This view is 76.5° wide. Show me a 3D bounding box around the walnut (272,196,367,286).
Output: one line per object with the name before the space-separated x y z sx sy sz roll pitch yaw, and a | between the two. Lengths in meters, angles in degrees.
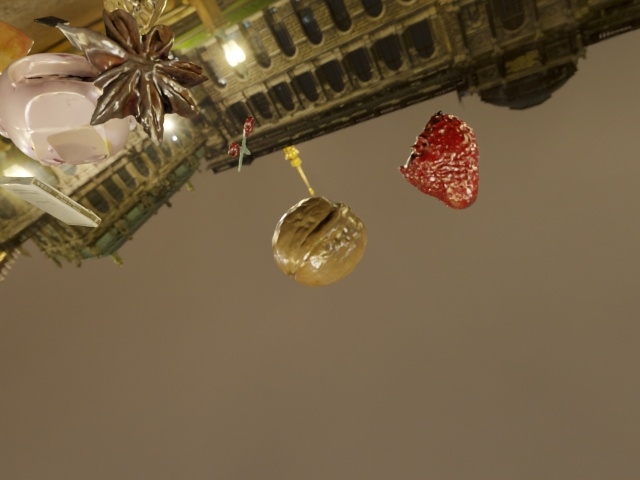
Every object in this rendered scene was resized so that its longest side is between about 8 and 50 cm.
walnut | -0.001 0.001 1.315 0.277 0.252 0.313 23 -120 25

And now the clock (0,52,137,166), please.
clock | -0.745 -0.411 1.194 0.369 0.250 0.376 -11 -140 -23

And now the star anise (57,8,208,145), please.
star anise | -0.401 -0.359 0.882 0.315 0.315 0.108 -46 -162 -27

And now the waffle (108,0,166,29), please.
waffle | -0.672 -0.910 1.318 0.261 0.376 0.113 -29 -147 45

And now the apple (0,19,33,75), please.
apple | -1.044 -0.554 1.233 0.314 0.252 0.309 -15 -151 -30

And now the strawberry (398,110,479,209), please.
strawberry | 0.382 -0.237 1.234 0.258 0.261 0.261 29 -125 12

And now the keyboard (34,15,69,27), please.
keyboard | -0.951 -0.777 1.441 0.061 0.013 0.204 10 -153 -22

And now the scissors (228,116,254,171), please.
scissors | -0.259 -0.305 1.360 0.144 0.017 0.247 -62 -179 -13

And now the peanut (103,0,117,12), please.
peanut | -0.677 -0.948 1.509 0.325 0.153 0.140 -47 -165 3

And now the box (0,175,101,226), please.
box | -0.647 -0.092 0.983 0.109 0.198 0.029 4 -114 19
